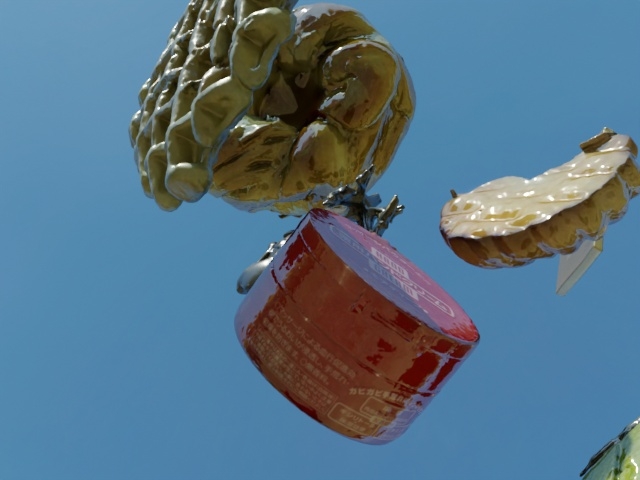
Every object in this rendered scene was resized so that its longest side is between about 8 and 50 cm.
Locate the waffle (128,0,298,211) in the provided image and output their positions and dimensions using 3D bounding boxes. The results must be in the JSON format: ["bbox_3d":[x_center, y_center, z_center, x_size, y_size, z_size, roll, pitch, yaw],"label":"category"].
[{"bbox_3d":[-0.102,-0.173,0.805,0.056,0.309,0.291,25,-78,-26],"label":"waffle"}]

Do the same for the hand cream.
[{"bbox_3d":[0.031,0.074,0.756,0.193,0.193,0.125,37,-78,-4],"label":"hand cream"}]

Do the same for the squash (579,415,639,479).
[{"bbox_3d":[0.449,0.268,0.952,0.309,0.210,0.233,-42,-80,-33],"label":"squash"}]

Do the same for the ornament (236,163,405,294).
[{"bbox_3d":[0.000,0.000,1.028,0.202,0.236,0.080,-42,-85,-25],"label":"ornament"}]

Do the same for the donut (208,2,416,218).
[{"bbox_3d":[-0.041,-0.191,1.294,0.361,0.170,0.360,-12,-120,22],"label":"donut"}]

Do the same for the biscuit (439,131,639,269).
[{"bbox_3d":[0.180,-0.018,0.725,0.183,0.118,0.061,-17,-62,33],"label":"biscuit"}]

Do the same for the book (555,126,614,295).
[{"bbox_3d":[0.360,-0.039,1.173,0.016,0.138,0.198,15,-120,1],"label":"book"}]
